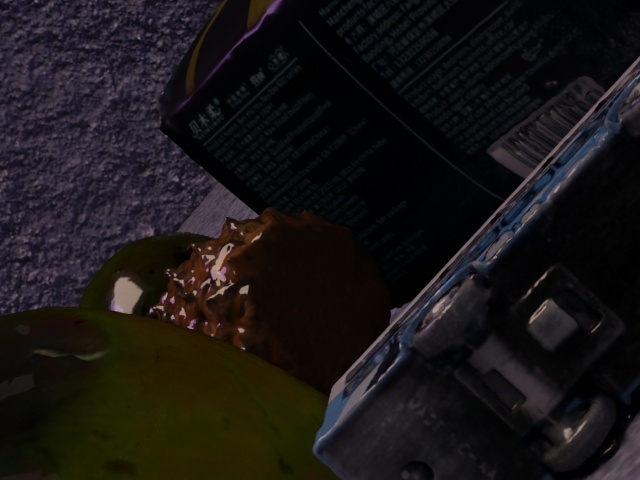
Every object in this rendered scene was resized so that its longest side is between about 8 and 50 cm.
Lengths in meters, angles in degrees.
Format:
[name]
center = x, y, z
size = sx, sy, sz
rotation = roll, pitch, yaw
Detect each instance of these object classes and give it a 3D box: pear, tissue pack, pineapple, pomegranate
[pear]
center = -0.158, 0.157, 0.875
size = 0.399, 0.165, 0.399
rotation = -21, 27, 11
[tissue pack]
center = 0.109, -0.168, 1.237
size = 0.416, 0.264, 0.253
rotation = -42, 14, 41
[pineapple]
center = -0.092, 0.102, 1.309
size = 0.364, 0.165, 0.165
rotation = -38, 12, 48
[pomegranate]
center = -0.128, 0.105, 1.531
size = 0.187, 0.187, 0.225
rotation = -60, -9, -58

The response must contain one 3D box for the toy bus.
[toy bus]
center = 0.128, 0.011, 0.827
size = 0.297, 0.106, 0.131
rotation = -47, 4, 6
